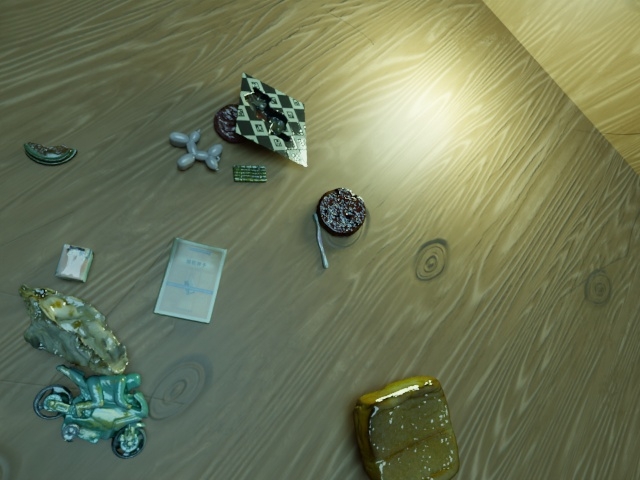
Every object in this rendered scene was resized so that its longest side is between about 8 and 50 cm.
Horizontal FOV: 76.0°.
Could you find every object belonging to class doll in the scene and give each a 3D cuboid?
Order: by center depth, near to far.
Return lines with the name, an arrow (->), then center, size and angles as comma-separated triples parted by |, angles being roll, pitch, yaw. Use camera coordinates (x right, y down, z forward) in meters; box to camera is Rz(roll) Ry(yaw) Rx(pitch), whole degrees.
doll -> -0.408, -0.297, 1.373 | 0.159, 0.059, 0.161 | -17, 80, -24

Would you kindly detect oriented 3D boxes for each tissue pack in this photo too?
tissue pack -> -0.690, 0.067, 1.152 | 0.074, 0.058, 0.095 | 12, 70, -20

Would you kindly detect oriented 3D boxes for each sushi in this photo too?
sushi -> -0.181, -0.429, 1.495 | 0.292, 0.059, 0.294 | 18, 58, -34

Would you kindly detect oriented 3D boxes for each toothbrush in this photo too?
toothbrush -> 0.000, 0.000, 1.462 | 0.017, 0.022, 0.204 | -5, 76, -35

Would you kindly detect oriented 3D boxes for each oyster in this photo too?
oyster -> -0.654, 0.243, 1.074 | 0.341, 0.166, 0.110 | 30, 105, -9

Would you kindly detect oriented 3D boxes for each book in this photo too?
book -> -0.398, 0.123, 1.271 | 0.170, 0.018, 0.242 | 15, 69, -16

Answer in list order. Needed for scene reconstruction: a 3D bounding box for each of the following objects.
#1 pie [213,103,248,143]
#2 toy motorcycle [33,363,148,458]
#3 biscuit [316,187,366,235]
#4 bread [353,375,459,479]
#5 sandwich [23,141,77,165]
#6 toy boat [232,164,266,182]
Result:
pie -> -0.307, -0.418, 1.463 | 0.154, 0.036, 0.155 | 7, 71, -20
toy motorcycle -> -0.564, 0.426, 1.062 | 0.296, 0.109, 0.199 | 32, 68, -18
biscuit -> 0.078, -0.104, 1.511 | 0.191, 0.049, 0.192 | 4, 75, -14
bread -> 0.268, 0.628, 1.309 | 0.336, 0.148, 0.328 | -12, 83, -26
sandwich -> -0.803, -0.259, 1.224 | 0.135, 0.029, 0.068 | -6, 77, -23
toy boat -> -0.248, -0.235, 1.440 | 0.114, 0.016, 0.064 | -3, 76, -22
